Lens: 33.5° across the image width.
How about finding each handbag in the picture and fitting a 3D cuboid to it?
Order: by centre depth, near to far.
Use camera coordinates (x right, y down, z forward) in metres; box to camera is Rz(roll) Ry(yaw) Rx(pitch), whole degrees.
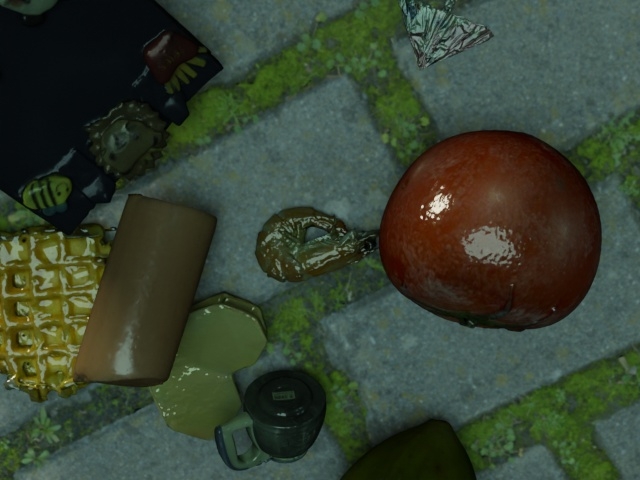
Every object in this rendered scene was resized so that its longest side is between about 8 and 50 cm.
[{"bbox_3d":[-0.319,-0.197,1.293,0.303,0.122,0.329,-45,123,6],"label":"handbag"}]

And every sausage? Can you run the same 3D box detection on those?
[{"bbox_3d":[-0.223,0.072,1.355,0.123,0.123,0.252,15,79,1],"label":"sausage"}]

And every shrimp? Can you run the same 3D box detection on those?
[{"bbox_3d":[0.000,0.000,1.417,0.180,0.041,0.099,-11,86,8],"label":"shrimp"}]

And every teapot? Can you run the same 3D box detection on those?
[{"bbox_3d":[-0.057,0.255,1.420,0.111,0.149,0.108,19,129,25],"label":"teapot"}]

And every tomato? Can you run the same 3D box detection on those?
[{"bbox_3d":[0.207,-0.014,1.284,0.265,0.265,0.264,1,101,4],"label":"tomato"}]

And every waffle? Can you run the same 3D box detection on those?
[{"bbox_3d":[-0.377,0.085,1.444,0.262,0.060,0.280,41,101,-4],"label":"waffle"}]

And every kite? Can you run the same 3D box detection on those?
[{"bbox_3d":[0.159,-0.290,1.357,0.139,0.011,0.156,20,103,-3],"label":"kite"}]

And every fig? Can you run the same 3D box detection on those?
[{"bbox_3d":[0.119,0.346,1.412,0.203,0.203,0.225,24,65,-1],"label":"fig"}]

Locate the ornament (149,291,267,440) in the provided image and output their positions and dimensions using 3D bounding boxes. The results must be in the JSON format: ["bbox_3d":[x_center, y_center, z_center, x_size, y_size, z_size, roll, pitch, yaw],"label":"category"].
[{"bbox_3d":[-0.178,0.161,1.436,0.180,0.059,0.201,21,103,-11],"label":"ornament"}]
